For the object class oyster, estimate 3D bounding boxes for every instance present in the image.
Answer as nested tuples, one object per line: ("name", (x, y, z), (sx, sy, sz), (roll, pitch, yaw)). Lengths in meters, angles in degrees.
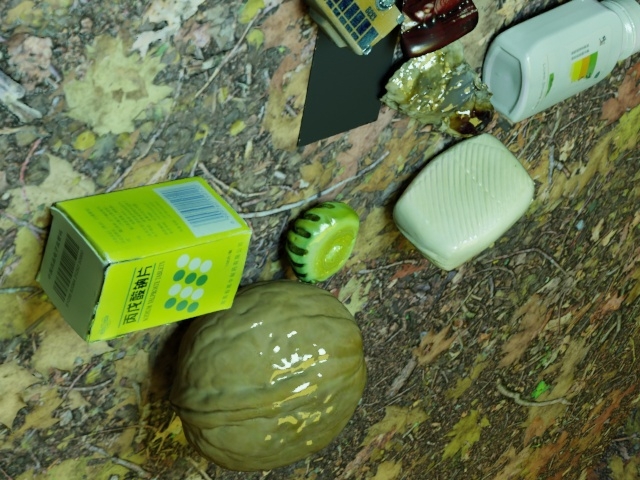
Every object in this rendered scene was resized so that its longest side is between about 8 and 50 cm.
("oyster", (0.198, -0.230, 1.902), (0.161, 0.107, 0.232), (-46, 147, 10))

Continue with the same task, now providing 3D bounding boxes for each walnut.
("walnut", (-0.081, 0.206, 1.898), (0.312, 0.252, 0.277), (-17, 140, -21))

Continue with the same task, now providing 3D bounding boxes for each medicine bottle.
("medicine bottle", (0.408, -0.312, 2.047), (0.296, 0.111, 0.161), (-27, 142, -31))
("medicine bottle", (-0.230, 0.020, 1.632), (0.250, 0.141, 0.137), (-13, 138, -42))

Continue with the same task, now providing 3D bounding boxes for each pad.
("pad", (0.046, -0.252, 1.785), (0.163, 0.004, 0.243), (-22, 140, -35))

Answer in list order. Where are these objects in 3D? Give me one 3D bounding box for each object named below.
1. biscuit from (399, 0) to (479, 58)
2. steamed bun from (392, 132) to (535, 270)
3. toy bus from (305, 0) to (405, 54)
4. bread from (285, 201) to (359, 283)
("biscuit", (0.177, -0.383, 1.741), (0.151, 0.063, 0.235), (-26, 139, -31))
("steamed bun", (0.237, -0.055, 2.083), (0.238, 0.170, 0.153), (-38, 166, -15))
("toy bus", (0.027, -0.324, 1.601), (0.103, 0.091, 0.182), (-46, 144, 1))
("bread", (0.000, 0.000, 1.938), (0.130, 0.071, 0.139), (-35, 145, -24))
